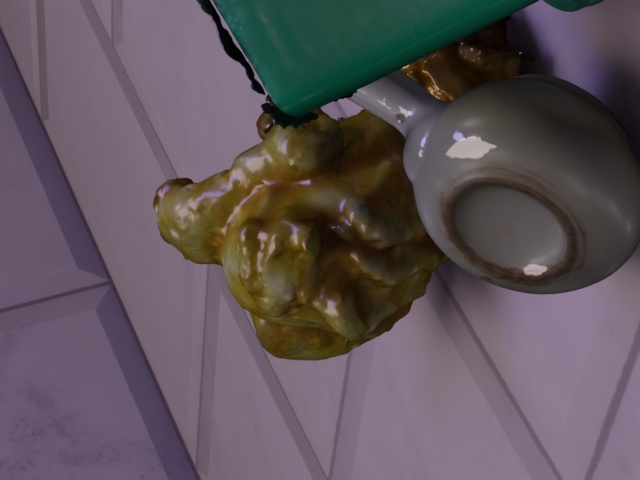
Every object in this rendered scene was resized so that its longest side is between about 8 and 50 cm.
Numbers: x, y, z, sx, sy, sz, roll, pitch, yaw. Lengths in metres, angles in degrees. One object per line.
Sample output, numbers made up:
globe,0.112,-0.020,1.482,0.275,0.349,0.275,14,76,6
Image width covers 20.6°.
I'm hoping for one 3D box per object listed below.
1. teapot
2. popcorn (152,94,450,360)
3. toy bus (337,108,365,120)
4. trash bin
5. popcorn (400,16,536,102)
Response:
teapot,0.139,-0.089,1.515,0.318,0.149,0.220,41,139,-11
popcorn,0.011,0.002,1.920,0.290,0.321,0.325,36,116,47
toy bus,0.035,-0.123,2.114,0.131,0.037,0.052,161,92,-72
trash bin,0.077,-0.273,1.312,0.381,0.259,0.295,-28,94,46
popcorn,0.130,-0.156,1.667,0.167,0.152,0.148,53,-156,-1
